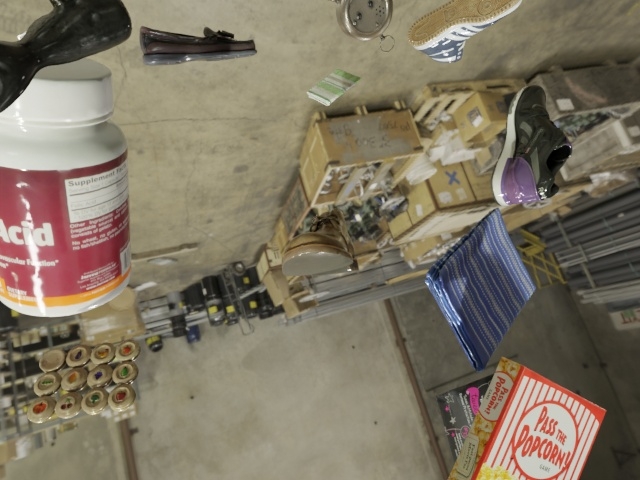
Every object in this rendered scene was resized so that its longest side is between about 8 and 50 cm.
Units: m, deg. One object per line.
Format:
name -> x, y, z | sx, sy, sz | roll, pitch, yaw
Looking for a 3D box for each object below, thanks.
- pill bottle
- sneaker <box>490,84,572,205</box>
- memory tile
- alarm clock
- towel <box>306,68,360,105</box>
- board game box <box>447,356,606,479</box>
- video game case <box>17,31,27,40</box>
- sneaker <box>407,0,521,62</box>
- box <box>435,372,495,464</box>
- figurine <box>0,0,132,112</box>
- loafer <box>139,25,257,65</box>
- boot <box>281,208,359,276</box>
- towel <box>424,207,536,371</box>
pill bottle -> -0.440, -0.089, 0.676 | 0.223, 0.224, 0.393 | -9, 127, -33
sneaker -> 0.446, -0.196, 0.821 | 0.107, 0.284, 0.124 | 32, 159, -36
memory tile -> -0.351, 0.207, 0.614 | 0.147, 0.113, 0.012 | -6, 139, -7
alarm clock -> 0.117, -0.529, 0.967 | 0.129, 0.064, 0.192 | -41, 123, 12
towel -> 0.043, -0.505, 1.345 | 0.152, 0.113, 0.023 | -41, 145, -15
board game box -> 0.258, 0.269, 0.518 | 0.146, 0.194, 0.045 | 28, 174, -14
video game case -> -0.636, -0.444, 0.973 | 0.087, 0.011, 0.122 | -29, 127, -4
sneaker -> 0.387, -0.559, 1.062 | 0.282, 0.099, 0.153 | -8, 172, 38
box -> 0.326, 0.376, 0.686 | 0.142, 0.247, 0.163 | -34, 134, 28
figurine -> -0.346, -0.277, 0.435 | 0.092, 0.210, 0.215 | 5, 139, 30
loafer -> -0.319, -0.524, 1.078 | 0.302, 0.095, 0.109 | -14, -157, -18
boot -> 0.000, 0.000, 0.687 | 0.112, 0.115, 0.305 | -8, 174, 10
towel -> 0.378, 0.096, 0.918 | 0.336, 0.243, 0.040 | -35, -171, -36
